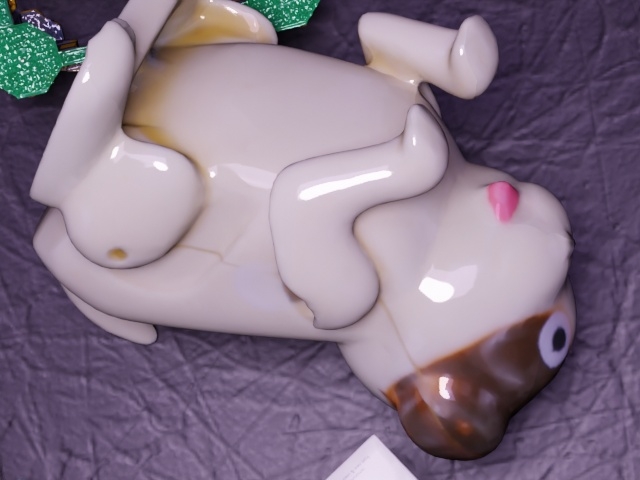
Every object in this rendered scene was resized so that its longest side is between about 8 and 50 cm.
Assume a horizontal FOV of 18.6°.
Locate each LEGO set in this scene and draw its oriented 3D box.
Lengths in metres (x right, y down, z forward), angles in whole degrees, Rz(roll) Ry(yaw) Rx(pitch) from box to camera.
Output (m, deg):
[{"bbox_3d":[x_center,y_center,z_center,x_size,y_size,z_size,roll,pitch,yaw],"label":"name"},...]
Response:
[{"bbox_3d":[-0.154,-0.264,1.629,0.331,0.192,0.255,-22,106,4],"label":"LEGO set"}]

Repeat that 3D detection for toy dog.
[{"bbox_3d":[0.000,0.000,1.459,0.408,0.284,0.395,25,121,-1],"label":"toy dog"}]

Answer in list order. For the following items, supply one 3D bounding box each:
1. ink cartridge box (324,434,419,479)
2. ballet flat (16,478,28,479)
[{"bbox_3d":[0.097,0.261,1.479,0.078,0.134,0.231,-43,78,-5],"label":"ink cartridge box"},{"bbox_3d":[-0.180,0.292,1.532,0.241,0.091,0.077,41,107,16],"label":"ballet flat"}]
